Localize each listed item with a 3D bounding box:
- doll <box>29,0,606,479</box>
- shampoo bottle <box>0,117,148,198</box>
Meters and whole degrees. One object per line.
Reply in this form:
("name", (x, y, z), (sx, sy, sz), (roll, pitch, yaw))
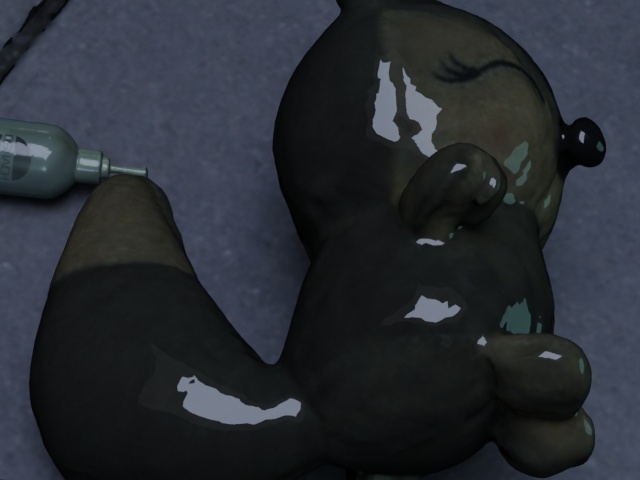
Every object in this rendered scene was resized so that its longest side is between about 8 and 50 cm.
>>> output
("doll", (-0.004, -0.020, 1.257), (0.378, 0.252, 0.382), (-2, 55, -8))
("shampoo bottle", (-0.218, -0.059, 1.359), (0.195, 0.056, 0.056), (6, 61, -2))
